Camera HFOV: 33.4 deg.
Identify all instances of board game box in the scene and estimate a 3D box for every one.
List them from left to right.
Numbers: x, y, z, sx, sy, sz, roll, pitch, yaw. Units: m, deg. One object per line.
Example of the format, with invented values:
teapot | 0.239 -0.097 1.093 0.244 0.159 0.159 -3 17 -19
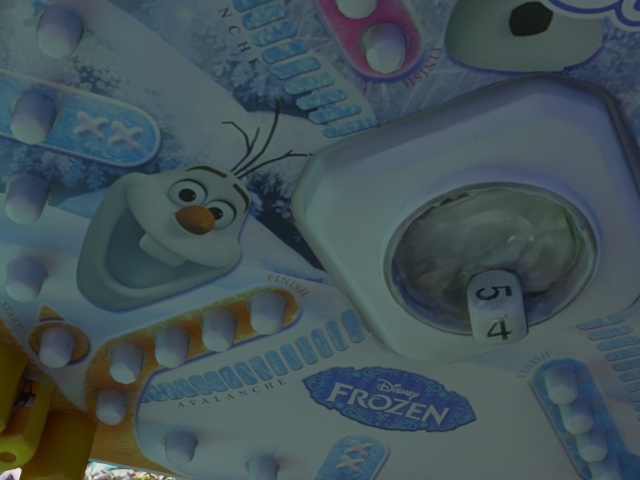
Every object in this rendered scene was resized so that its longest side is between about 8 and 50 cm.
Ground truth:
board game box | 0.063 0.008 0.400 0.390 0.390 0.050 15 41 -12

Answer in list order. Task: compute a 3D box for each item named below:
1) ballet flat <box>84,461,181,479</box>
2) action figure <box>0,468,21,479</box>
ballet flat | -0.135 0.210 1.045 0.241 0.077 0.091 -4 31 -7
action figure | -0.234 0.328 0.763 0.248 0.370 0.275 40 63 15
